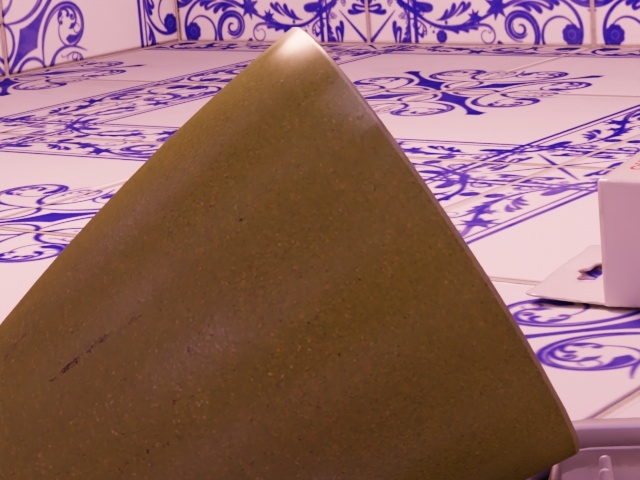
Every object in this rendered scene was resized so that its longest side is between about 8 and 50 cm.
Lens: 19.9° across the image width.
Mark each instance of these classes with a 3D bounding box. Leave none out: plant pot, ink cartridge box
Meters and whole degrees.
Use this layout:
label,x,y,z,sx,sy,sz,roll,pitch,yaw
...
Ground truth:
label,x,y,z,sx,sy,sz,roll,pitch,yaw
plant pot,-0.060,0.079,0.983,0.293,0.275,0.275,-33,15,-2
ink cartridge box,0.373,-0.017,1.602,0.353,0.119,0.207,2,15,26

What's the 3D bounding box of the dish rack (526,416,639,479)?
label,x,y,z,sx,sy,sz,roll,pitch,yaw
dish rack,0.232,0.170,0.935,0.285,0.072,0.333,-3,13,9
